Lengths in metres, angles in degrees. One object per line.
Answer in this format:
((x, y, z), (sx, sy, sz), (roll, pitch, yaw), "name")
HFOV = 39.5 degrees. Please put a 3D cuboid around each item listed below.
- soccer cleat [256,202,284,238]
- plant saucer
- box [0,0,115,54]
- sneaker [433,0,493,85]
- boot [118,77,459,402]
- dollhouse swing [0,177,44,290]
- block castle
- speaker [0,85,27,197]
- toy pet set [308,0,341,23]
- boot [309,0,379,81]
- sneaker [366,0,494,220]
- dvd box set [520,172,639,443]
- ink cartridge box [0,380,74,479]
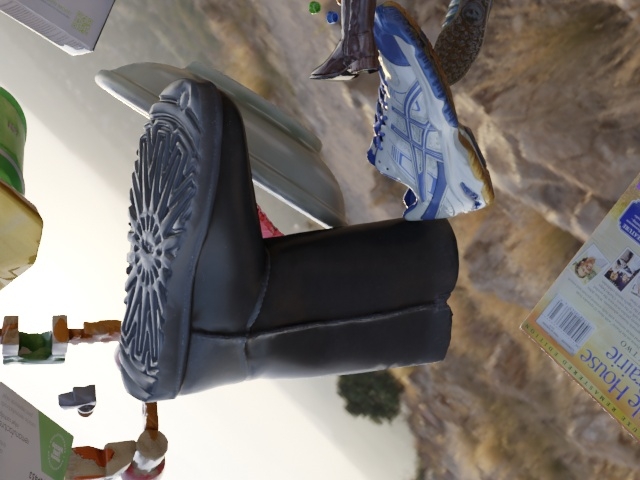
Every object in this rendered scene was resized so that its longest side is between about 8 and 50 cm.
((-0.110, -0.019, 1.651), (0.095, 0.083, 0.248), (6, 140, 38), "soccer cleat")
((-0.111, -0.148, 1.222), (0.400, 0.100, 0.400), (31, 180, 0), "plant saucer")
((-0.275, -0.388, 0.907), (0.058, 0.322, 0.232), (9, 163, 47), "box")
((0.210, -0.316, 1.259), (0.064, 0.192, 0.086), (19, -156, 6), "sneaker")
((-0.001, 0.002, 1.068), (0.445, 0.367, 0.146), (-1, -155, -35), "boot")
((-0.479, -0.068, 0.781), (0.315, 0.347, 0.305), (52, 180, 19), "dollhouse swing")
((-0.492, 0.294, 1.539), (0.213, 0.453, 0.303), (123, 142, -56), "block castle")
((-0.415, -0.102, 1.063), (0.131, 0.131, 0.296), (50, -177, -30), "speaker")
((0.010, -0.319, 1.001), (0.065, 0.114, 0.122), (11, 177, 44), "toy pet set")
((0.025, -0.227, 0.934), (0.037, 0.114, 0.106), (-3, -179, -42), "boot")
((0.104, -0.138, 1.073), (0.112, 0.131, 0.296), (-82, -32, -55), "sneaker")
((0.545, 0.078, 1.378), (0.062, 0.420, 0.307), (7, -148, -49), "dvd box set")
((-0.416, 0.363, 1.033), (0.119, 0.353, 0.207), (-2, 149, 13), "ink cartridge box")
